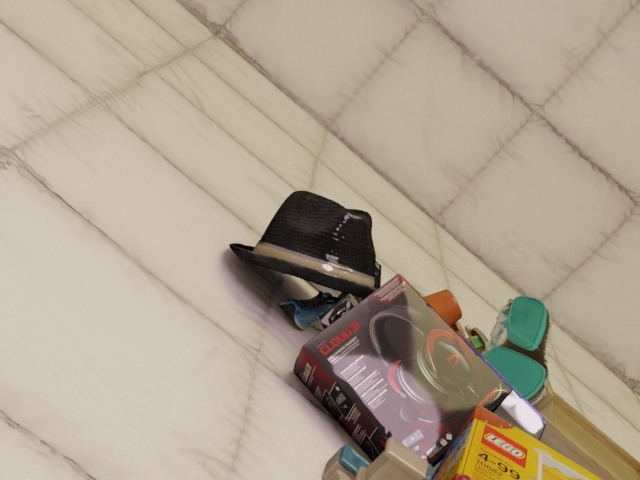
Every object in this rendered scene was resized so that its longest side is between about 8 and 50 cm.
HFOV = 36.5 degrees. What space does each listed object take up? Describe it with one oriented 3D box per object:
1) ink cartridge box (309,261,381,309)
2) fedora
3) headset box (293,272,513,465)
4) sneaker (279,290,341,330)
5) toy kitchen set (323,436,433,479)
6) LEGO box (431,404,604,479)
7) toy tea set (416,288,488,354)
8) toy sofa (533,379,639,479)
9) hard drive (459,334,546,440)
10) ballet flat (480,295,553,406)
[{"bbox_3d":[0.051,0.052,2.128,0.176,0.069,0.371,40,13,-7],"label":"ink cartridge box"},{"bbox_3d":[0.000,0.000,1.738,0.334,0.152,0.334,17,-2,1],"label":"fedora"},{"bbox_3d":[0.116,0.210,1.527,0.293,0.218,0.110,47,-28,17],"label":"headset box"},{"bbox_3d":[-0.014,0.117,1.752,0.063,0.073,0.162,48,16,22],"label":"sneaker"},{"bbox_3d":[0.092,0.320,1.268,0.122,0.166,0.207,41,15,-2],"label":"toy kitchen set"},{"bbox_3d":[0.349,0.471,1.214,0.500,0.193,0.372,31,17,7],"label":"LEGO box"},{"bbox_3d":[0.299,0.256,2.153,0.336,0.124,0.200,55,-10,51],"label":"toy tea set"},{"bbox_3d":[0.522,0.440,1.991,0.362,0.177,0.150,39,16,-8],"label":"toy sofa"},{"bbox_3d":[0.291,0.309,1.706,0.210,0.040,0.319,46,-18,25],"label":"hard drive"},{"bbox_3d":[0.386,0.259,1.943,0.147,0.147,0.409,42,34,0],"label":"ballet flat"}]
